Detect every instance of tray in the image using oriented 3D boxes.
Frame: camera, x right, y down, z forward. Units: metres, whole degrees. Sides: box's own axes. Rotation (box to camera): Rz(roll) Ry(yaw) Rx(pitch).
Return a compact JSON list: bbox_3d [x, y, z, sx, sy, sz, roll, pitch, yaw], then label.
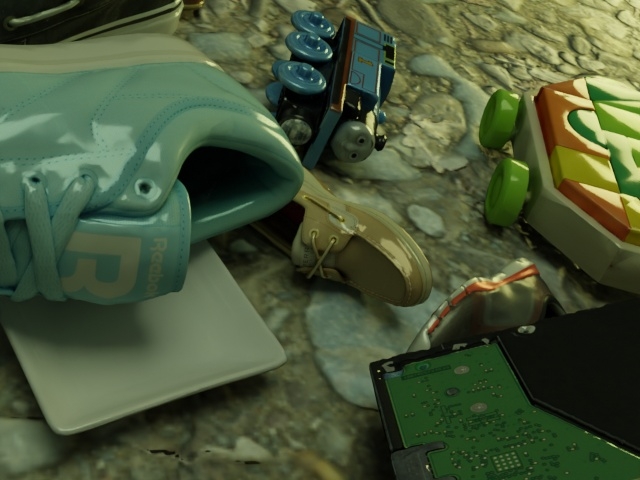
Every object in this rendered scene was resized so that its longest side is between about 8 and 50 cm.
[{"bbox_3d":[-0.149,0.007,0.555,0.145,0.030,0.270,-14,49,-33],"label":"tray"}]

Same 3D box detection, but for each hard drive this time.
[{"bbox_3d":[0.205,0.101,0.410,0.338,0.064,0.237,-13,23,-1],"label":"hard drive"}]

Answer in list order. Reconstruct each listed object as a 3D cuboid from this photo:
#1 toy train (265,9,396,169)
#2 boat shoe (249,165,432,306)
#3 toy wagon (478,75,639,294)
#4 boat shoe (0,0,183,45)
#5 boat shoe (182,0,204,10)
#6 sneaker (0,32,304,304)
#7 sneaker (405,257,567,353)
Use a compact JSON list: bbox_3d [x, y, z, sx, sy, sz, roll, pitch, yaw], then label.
[{"bbox_3d":[0.010,-0.132,0.747,0.105,0.080,0.184,19,38,-9],"label":"toy train"},{"bbox_3d":[0.000,0.000,0.603,0.170,0.063,0.059,34,43,32],"label":"boat shoe"},{"bbox_3d":[0.281,-0.073,0.793,0.267,0.068,0.344,15,39,-5],"label":"toy wagon"},{"bbox_3d":[-0.250,-0.196,0.677,0.121,0.119,0.335,39,47,22],"label":"boat shoe"},{"bbox_3d":[-0.179,-0.290,0.866,0.064,0.060,0.178,-23,55,-40],"label":"boat shoe"},{"bbox_3d":[-0.147,-0.023,0.460,0.150,0.135,0.366,36,42,24],"label":"sneaker"},{"bbox_3d":[0.117,0.061,0.578,0.158,0.061,0.065,-25,62,-40],"label":"sneaker"}]
